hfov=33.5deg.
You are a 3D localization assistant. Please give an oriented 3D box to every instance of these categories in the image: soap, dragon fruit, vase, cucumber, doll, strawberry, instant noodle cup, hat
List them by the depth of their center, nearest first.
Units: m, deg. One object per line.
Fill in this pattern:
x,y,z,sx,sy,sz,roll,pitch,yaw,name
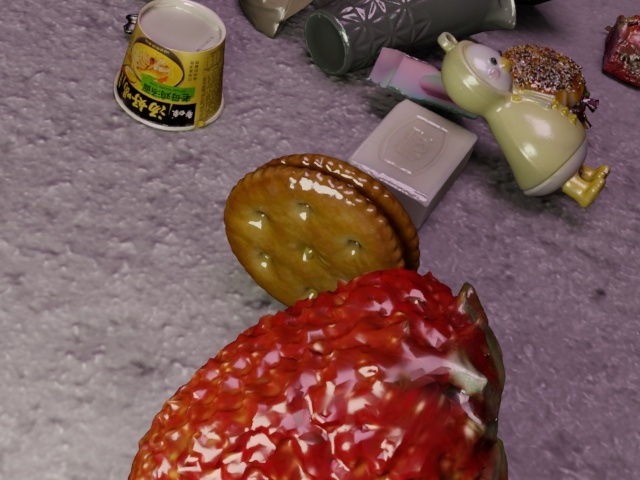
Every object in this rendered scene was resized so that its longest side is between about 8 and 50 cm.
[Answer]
0.004,0.167,0.974,0.343,0.292,0.292,-2,45,1,strawberry
-0.191,-0.235,1.388,0.151,0.122,0.151,8,47,-9,instant noodle cup
0.116,-0.102,1.392,0.121,0.064,0.183,28,44,12,soap
0.264,-0.166,1.409,0.296,0.117,0.141,50,38,-8,doll
0.148,-0.222,1.493,0.149,0.056,0.100,15,11,-27,soap
-0.212,-0.300,1.511,0.134,0.033,0.034,6,7,-11,cucumber
-0.042,-0.412,1.581,0.144,0.173,0.166,25,43,0,hat
0.112,-0.349,1.586,0.301,0.156,0.251,-30,65,-30,vase
0.512,-0.325,1.711,0.102,0.096,0.147,18,42,6,dragon fruit

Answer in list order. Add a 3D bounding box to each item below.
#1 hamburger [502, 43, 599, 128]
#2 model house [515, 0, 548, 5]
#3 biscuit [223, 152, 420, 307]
0.320,-0.226,1.555,0.189,0.093,0.164,-15,52,-31,hamburger
0.276,-0.487,1.719,0.243,0.204,0.211,-2,87,-32,model house
0.000,0.000,1.147,0.220,0.220,0.066,27,49,10,biscuit
